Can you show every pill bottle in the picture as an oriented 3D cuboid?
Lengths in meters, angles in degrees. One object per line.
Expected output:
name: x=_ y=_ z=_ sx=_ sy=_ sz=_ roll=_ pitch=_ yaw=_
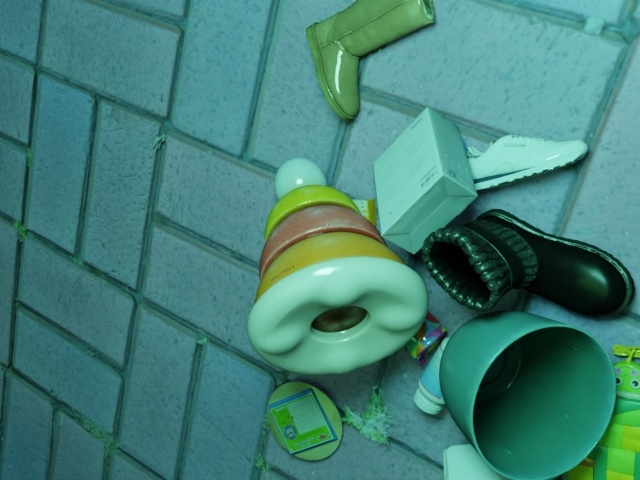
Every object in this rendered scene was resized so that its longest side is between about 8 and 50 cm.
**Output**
pill bottle: x=0.263 y=0.290 z=1.639 sx=0.087 sy=0.087 sz=0.160 roll=37 pitch=118 yaw=20

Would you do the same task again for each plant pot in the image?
plant pot: x=0.358 y=0.265 z=1.453 sx=0.235 sy=0.293 sz=0.293 roll=-148 pitch=54 yaw=-69

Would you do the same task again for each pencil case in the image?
pencil case: x=0.163 y=0.156 z=1.667 sx=0.236 sy=0.104 sz=0.104 roll=48 pitch=121 yaw=16

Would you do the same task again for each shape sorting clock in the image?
shape sorting clock: x=-0.039 y=0.442 z=1.893 sx=0.206 sy=0.040 sz=0.206 roll=6 pitch=102 yaw=28

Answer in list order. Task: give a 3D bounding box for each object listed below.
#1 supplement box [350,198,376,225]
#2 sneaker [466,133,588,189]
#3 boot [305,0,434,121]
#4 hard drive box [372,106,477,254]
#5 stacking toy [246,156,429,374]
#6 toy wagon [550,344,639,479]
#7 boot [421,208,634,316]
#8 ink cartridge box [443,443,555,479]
supplement box: x=0.072 y=-0.060 z=1.710 sx=0.098 sy=0.036 sz=0.062 roll=0 pitch=100 yaw=33
sneaker: x=0.385 y=-0.163 z=1.463 sx=0.235 sy=0.090 sz=0.094 roll=-13 pitch=84 yaw=32
boot: x=0.112 y=-0.401 z=1.577 sx=0.269 sy=0.089 sz=0.236 roll=-21 pitch=90 yaw=33
hard drive box: x=0.196 y=-0.120 z=1.503 sx=0.089 sy=0.232 sz=0.181 roll=28 pitch=126 yaw=-24
stacking toy: x=0.000 y=0.000 z=1.582 sx=0.350 sy=0.351 sz=0.480 roll=-43 pitch=43 yaw=32
toy wagon: x=0.576 y=0.370 z=1.470 sx=0.267 sy=0.068 sz=0.344 roll=5 pitch=104 yaw=31
boot: x=0.377 y=0.064 z=1.409 sx=0.348 sy=0.260 sz=0.131 roll=25 pitch=113 yaw=26
ink cartridge box: x=0.364 y=0.546 z=1.531 sx=0.207 sy=0.117 sz=0.283 roll=-8 pitch=117 yaw=10
